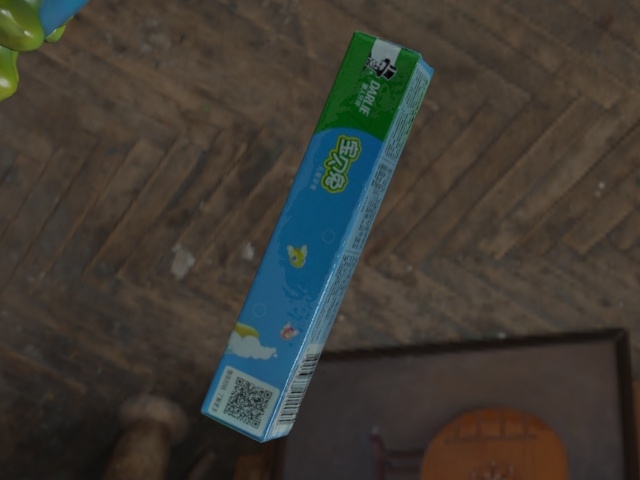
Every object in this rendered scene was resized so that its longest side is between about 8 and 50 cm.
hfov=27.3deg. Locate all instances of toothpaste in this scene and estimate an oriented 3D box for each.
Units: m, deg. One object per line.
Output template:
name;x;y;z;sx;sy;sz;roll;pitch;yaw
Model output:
toothpaste;0.000;0.000;0.858;0.050;0.065;0.267;23;93;16

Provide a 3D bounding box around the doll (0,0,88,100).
doll;-0.021;-0.182;0.391;0.099;0.346;0.341;42;143;-14
